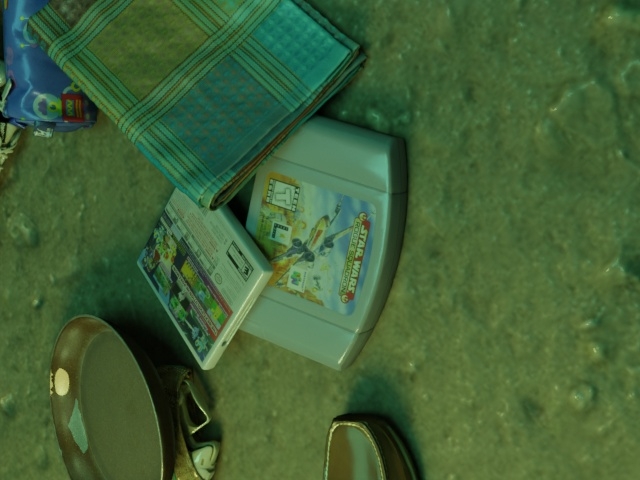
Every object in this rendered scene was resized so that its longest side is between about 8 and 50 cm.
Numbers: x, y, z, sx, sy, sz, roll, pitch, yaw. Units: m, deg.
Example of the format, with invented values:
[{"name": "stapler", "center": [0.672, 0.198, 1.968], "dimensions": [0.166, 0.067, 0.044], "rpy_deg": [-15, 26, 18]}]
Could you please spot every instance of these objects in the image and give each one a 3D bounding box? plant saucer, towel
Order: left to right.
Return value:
[{"name": "plant saucer", "center": [-0.286, 0.251, 1.332], "dimensions": [0.310, 0.050, 0.311], "rpy_deg": [14, 108, 48]}, {"name": "towel", "center": [-0.164, -0.243, 1.177], "dimensions": [0.271, 0.040, 0.370], "rpy_deg": [-46, 72, -2]}]

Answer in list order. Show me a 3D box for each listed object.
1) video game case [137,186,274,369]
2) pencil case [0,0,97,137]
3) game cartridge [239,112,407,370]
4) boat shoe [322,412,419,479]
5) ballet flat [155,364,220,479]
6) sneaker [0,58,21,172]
[{"name": "video game case", "center": [-0.155, 0.034, 1.246], "dimensions": [0.201, 0.023, 0.183], "rpy_deg": [52, 126, 29]}, {"name": "pencil case", "center": [-0.377, -0.293, 1.304], "dimensions": [0.119, 0.133, 0.306], "rpy_deg": [9, 102, 58]}, {"name": "game cartridge", "center": [0.000, 0.000, 1.175], "dimensions": [0.198, 0.062, 0.297], "rpy_deg": [20, 107, 30]}, {"name": "boat shoe", "center": [0.054, 0.376, 1.156], "dimensions": [0.122, 0.120, 0.324], "rpy_deg": [-5, 95, 30]}, {"name": "ballet flat", "center": [-0.176, 0.267, 1.305], "dimensions": [0.067, 0.073, 0.206], "rpy_deg": [-17, 92, 16]}, {"name": "sneaker", "center": [-0.510, -0.134, 1.422], "dimensions": [0.118, 0.110, 0.292], "rpy_deg": [14, 104, 18]}]
